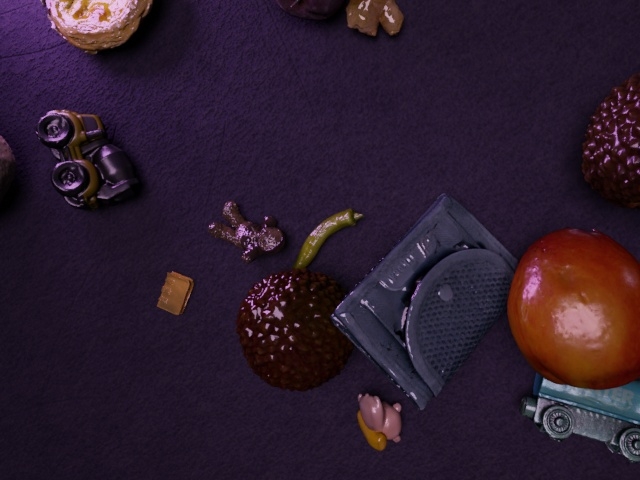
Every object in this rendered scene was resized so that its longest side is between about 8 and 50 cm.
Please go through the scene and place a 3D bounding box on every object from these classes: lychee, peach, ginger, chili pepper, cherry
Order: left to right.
[{"bbox_3d":[-0.047,0.160,1.083,0.236,0.271,0.236,-8,59,14],"label":"lychee"},{"bbox_3d":[-0.024,-0.526,1.146,0.176,0.140,0.176,0,67,1],"label":"cherry"},{"bbox_3d":[-0.001,-0.001,1.181,0.208,0.043,0.049,-42,107,13],"label":"chili pepper"},{"bbox_3d":[0.115,-0.558,1.153,0.118,0.065,0.299,3,91,-2],"label":"ginger"},{"bbox_3d":[0.436,0.110,0.977,0.281,0.238,0.281,7,75,-27],"label":"peach"},{"bbox_3d":[0.579,-0.168,0.957,0.267,0.267,0.267,0,89,12],"label":"lychee"}]

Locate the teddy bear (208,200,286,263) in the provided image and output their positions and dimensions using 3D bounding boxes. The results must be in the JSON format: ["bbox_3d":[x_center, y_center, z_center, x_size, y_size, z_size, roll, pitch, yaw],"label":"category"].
[{"bbox_3d":[-0.145,-0.008,1.193,0.160,0.078,0.119,22,59,17],"label":"teddy bear"}]

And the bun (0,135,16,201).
[{"bbox_3d":[-0.805,-0.157,1.289,0.259,0.152,0.259,0,89,-1],"label":"bun"}]

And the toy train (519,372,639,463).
[{"bbox_3d":[0.496,0.300,1.048,0.248,0.101,0.159,13,78,10],"label":"toy train"}]

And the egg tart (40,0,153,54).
[{"bbox_3d":[-0.476,-0.542,1.263,0.279,0.095,0.279,0,90,17],"label":"egg tart"}]

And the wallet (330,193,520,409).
[{"bbox_3d":[0.210,0.097,1.035,0.237,0.075,0.342,47,69,-2],"label":"wallet"}]

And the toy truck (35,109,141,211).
[{"bbox_3d":[-0.496,-0.178,1.244,0.165,0.147,0.224,-19,82,-13],"label":"toy truck"}]

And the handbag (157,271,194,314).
[{"bbox_3d":[-0.315,0.115,1.247,0.061,0.027,0.083,22,95,10],"label":"handbag"}]

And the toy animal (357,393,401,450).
[{"bbox_3d":[0.118,0.344,1.135,0.082,0.091,0.114,-15,99,-17],"label":"toy animal"}]
